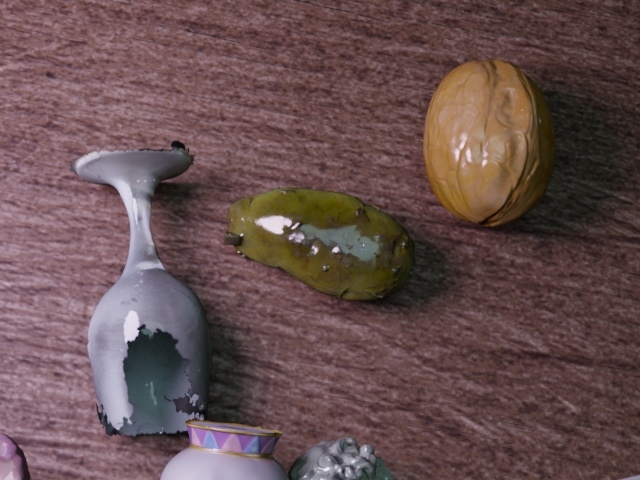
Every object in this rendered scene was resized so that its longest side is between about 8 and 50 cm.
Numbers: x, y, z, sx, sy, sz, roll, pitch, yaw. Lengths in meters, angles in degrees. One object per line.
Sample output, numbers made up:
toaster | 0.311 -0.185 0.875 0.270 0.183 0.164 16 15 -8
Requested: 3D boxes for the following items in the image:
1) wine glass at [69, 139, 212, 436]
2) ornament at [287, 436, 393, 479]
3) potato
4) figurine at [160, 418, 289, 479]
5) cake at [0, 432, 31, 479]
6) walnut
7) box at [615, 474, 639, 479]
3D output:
wine glass | -0.192 0.054 1.452 0.143 0.143 0.321 -6 75 -11
ornament | 0.095 0.303 1.427 0.285 0.130 0.120 24 86 -9
potato | 0.000 0.000 1.521 0.225 0.090 0.117 16 77 4
figurine | -0.103 0.319 1.348 0.142 0.189 0.263 5 86 19
cake | -0.437 0.299 1.282 0.309 0.230 0.237 4 73 -8
walnut | 0.199 -0.117 1.559 0.159 0.159 0.207 3 72 -8
box | 0.366 0.389 1.480 0.139 0.035 0.245 -10 74 -13
